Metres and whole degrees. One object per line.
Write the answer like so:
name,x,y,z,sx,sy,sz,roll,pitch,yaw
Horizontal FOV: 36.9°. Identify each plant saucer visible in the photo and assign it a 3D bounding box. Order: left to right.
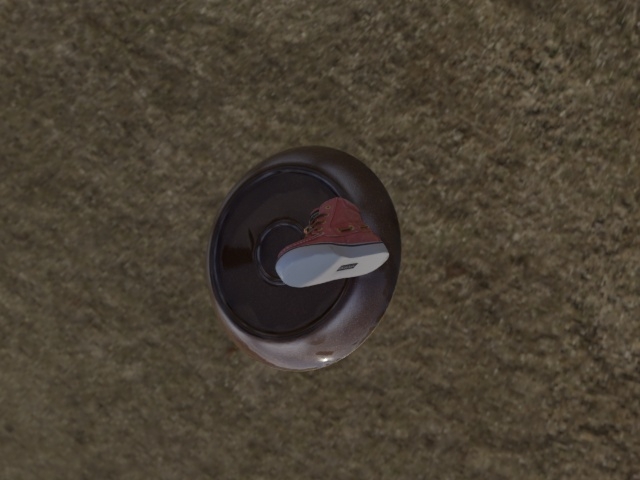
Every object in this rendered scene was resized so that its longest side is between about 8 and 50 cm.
plant saucer,-0.040,0.018,1.286,0.310,0.050,0.311,-7,77,31

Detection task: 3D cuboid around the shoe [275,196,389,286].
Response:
shoe,0.000,0.000,1.089,0.063,0.178,0.081,-46,65,32
